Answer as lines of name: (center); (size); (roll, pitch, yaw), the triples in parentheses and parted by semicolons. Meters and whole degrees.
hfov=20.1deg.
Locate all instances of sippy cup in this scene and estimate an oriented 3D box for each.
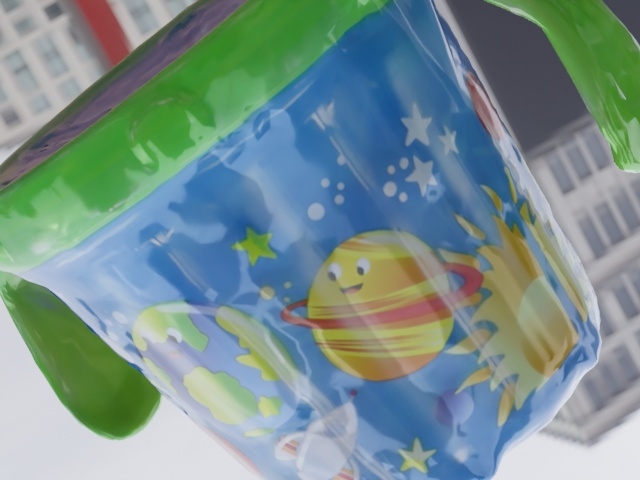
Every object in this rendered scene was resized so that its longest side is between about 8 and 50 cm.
sippy cup: (0.000, 0.000, 0.801); (0.240, 0.224, 0.305); (-42, -168, -15)
